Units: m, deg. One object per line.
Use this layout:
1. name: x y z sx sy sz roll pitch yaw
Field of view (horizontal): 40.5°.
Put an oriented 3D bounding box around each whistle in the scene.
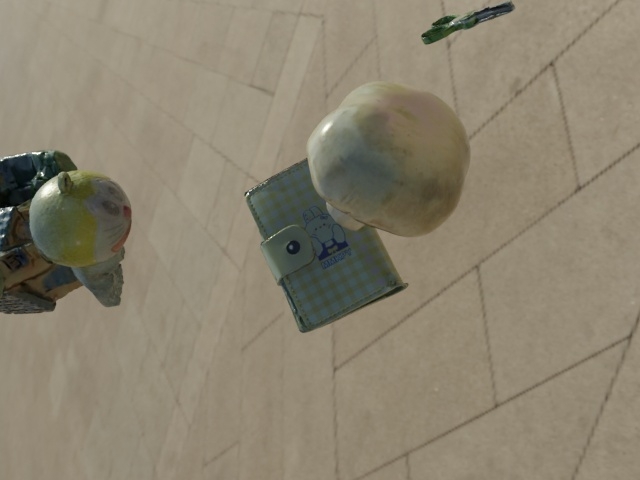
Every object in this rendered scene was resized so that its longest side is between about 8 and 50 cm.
1. whistle: -0.268 0.000 1.040 0.223 0.123 0.122 79 -179 -48

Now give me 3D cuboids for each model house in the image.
1. model house: -0.551 0.012 1.381 0.312 0.280 0.245 -4 107 37

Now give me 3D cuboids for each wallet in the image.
1. wallet: 0.000 0.000 1.637 0.077 0.223 0.309 60 -176 -69

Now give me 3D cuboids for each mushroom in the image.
1. mushroom: 0.091 -0.101 1.278 0.234 0.260 0.253 -62 40 43

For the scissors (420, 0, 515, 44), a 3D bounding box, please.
1. scissors: 0.298 -0.442 1.733 0.205 0.027 0.101 -8 33 43
